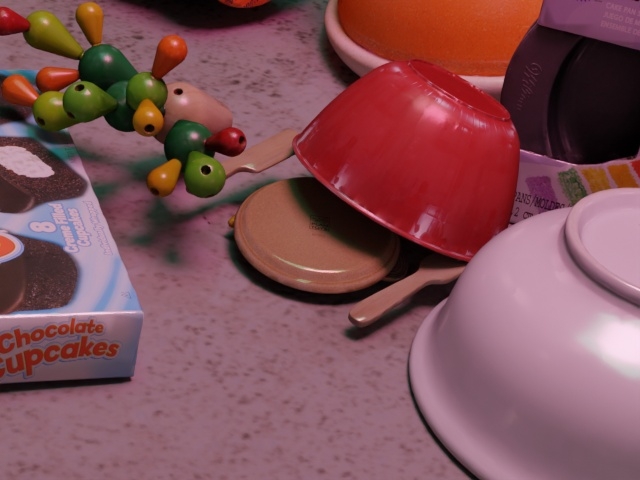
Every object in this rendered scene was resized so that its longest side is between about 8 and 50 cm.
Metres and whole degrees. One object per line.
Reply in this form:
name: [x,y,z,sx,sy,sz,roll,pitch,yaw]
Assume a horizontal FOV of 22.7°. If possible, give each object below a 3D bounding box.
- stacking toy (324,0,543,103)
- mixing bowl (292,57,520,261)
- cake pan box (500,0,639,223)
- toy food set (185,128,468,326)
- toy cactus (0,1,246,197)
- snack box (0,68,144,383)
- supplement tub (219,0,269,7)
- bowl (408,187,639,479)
stacking toy: [0.159,-0.379,1.357,0.350,0.480,0.350,-5,32,3]
mixing bowl: [0.081,-0.072,1.188,0.181,0.098,0.181,28,18,-10]
cake pan box: [0.273,-0.100,1.210,0.267,0.246,0.070,17,32,8]
toy food set: [0.000,0.000,1.169,0.132,0.038,0.192,-28,54,-36]
toy cactus: [-0.126,-0.107,1.165,0.219,0.112,0.180,29,12,28]
snack box: [-0.251,-0.019,1.085,0.187,0.060,0.322,-2,34,-22]
supplement tub: [-0.159,-0.363,1.521,0.207,0.207,0.338,-20,43,-40]
bowl: [0.216,0.058,1.049,0.298,0.134,0.298,9,32,-6]
